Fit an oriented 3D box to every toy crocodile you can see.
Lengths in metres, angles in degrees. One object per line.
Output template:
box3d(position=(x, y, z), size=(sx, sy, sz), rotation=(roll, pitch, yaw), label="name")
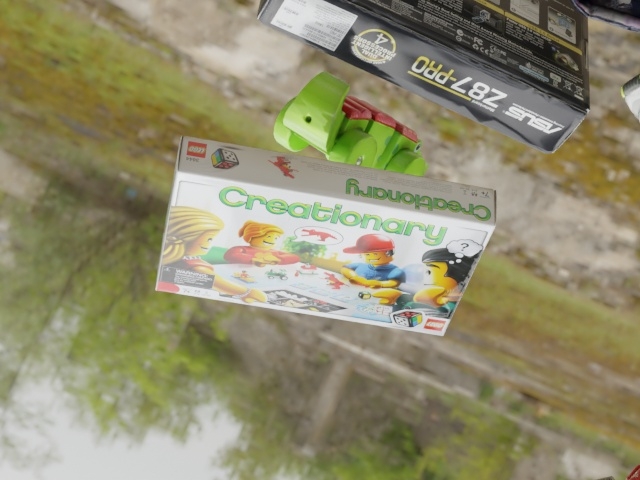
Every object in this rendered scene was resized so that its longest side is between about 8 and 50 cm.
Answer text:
box3d(position=(0.049, -0.126, 1.705), size=(0.115, 0.105, 0.340), rotation=(34, -171, 27), label="toy crocodile")

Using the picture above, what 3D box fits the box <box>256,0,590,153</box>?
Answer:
box3d(position=(0.136, -0.308, 1.688), size=(0.395, 0.318, 0.097), rotation=(22, 138, -15), label="box")

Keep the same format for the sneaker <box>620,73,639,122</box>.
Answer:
box3d(position=(0.472, -0.167, 1.558), size=(0.385, 0.145, 0.147), rotation=(135, 111, -79), label="sneaker")

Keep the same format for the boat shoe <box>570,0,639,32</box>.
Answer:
box3d(position=(0.275, -0.361, 1.576), size=(0.340, 0.158, 0.127), rotation=(21, 156, -17), label="boat shoe")

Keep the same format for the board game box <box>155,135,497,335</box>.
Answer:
box3d(position=(0.000, 0.000, 1.383), size=(0.305, 0.053, 0.193), rotation=(9, 142, -6), label="board game box")

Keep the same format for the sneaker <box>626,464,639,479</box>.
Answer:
box3d(position=(0.246, 0.238, 1.229), size=(0.221, 0.128, 0.087), rotation=(31, 151, -28), label="sneaker")

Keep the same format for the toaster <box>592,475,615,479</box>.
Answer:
box3d(position=(0.349, 0.403, 1.774), size=(0.110, 0.185, 0.168), rotation=(-19, 132, 16), label="toaster")
